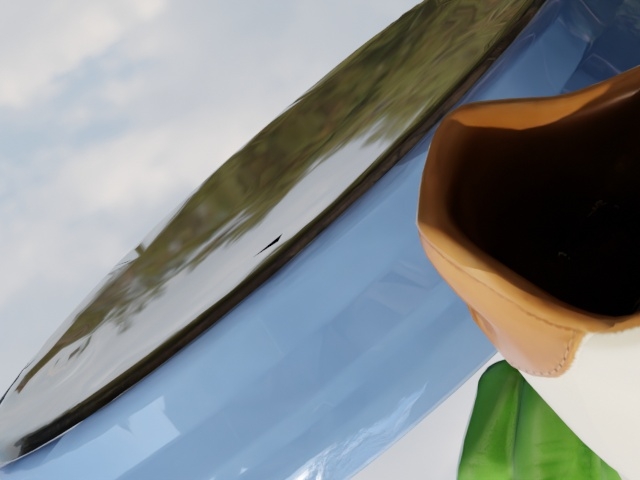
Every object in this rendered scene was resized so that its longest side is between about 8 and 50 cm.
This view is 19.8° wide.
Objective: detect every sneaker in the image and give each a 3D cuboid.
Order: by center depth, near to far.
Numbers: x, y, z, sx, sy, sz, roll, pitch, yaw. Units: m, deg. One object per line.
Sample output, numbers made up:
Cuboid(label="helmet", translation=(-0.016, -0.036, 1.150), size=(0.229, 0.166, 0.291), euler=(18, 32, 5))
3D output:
Cuboid(label="sneaker", translation=(0.129, -0.022, 0.278), size=(0.290, 0.123, 0.106), euler=(-25, -143, 43))

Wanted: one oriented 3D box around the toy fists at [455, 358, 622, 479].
Cuboid(label="toy fists", translation=(0.185, 0.058, 0.620), size=(0.279, 0.096, 0.142), euler=(-9, 166, 19))

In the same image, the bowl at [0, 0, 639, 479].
Cuboid(label="bowl", translation=(0.000, 0.000, 0.822), size=(0.391, 0.077, 0.391), euler=(-40, -170, 9))
